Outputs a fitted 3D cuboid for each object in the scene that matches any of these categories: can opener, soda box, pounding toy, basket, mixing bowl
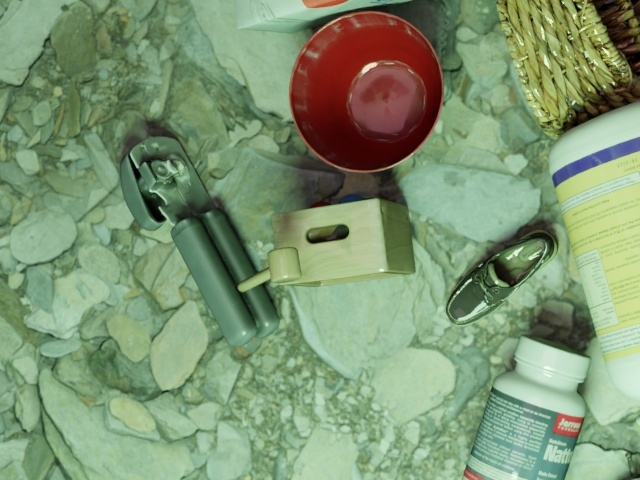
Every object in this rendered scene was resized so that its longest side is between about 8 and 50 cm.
[{"bbox_3d":[-0.152,0.004,1.811,0.095,0.076,0.283,-39,75,46],"label":"can opener"},{"bbox_3d":[0.032,-0.305,1.684,0.286,0.098,0.091,-8,86,41],"label":"soda box"},{"bbox_3d":[-0.011,0.001,1.681,0.181,0.206,0.094,-8,85,18],"label":"pounding toy"},{"bbox_3d":[0.300,-0.280,1.590,0.223,0.213,0.299,-17,83,17],"label":"basket"},{"bbox_3d":[0.065,-0.164,1.721,0.181,0.098,0.181,-1,88,19],"label":"mixing bowl"}]

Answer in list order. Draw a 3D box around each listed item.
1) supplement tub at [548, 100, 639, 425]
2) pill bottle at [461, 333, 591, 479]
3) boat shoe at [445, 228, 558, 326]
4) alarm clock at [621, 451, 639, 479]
[{"bbox_3d":[0.386,0.025,1.534,0.241,0.241,0.331,-17,83,17],"label":"supplement tub"},{"bbox_3d":[0.230,0.200,1.645,0.108,0.108,0.180,18,94,18],"label":"pill bottle"},{"bbox_3d":[0.198,0.040,1.693,0.152,0.049,0.056,-43,76,12],"label":"boat shoe"},{"bbox_3d":[0.350,0.338,1.627,0.129,0.064,0.192,19,96,18],"label":"alarm clock"}]
